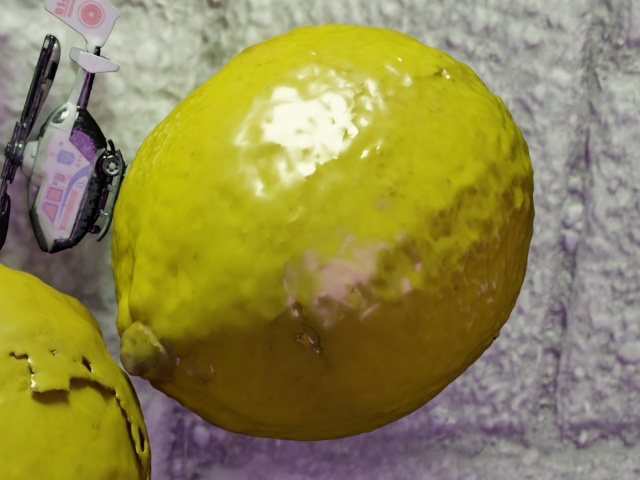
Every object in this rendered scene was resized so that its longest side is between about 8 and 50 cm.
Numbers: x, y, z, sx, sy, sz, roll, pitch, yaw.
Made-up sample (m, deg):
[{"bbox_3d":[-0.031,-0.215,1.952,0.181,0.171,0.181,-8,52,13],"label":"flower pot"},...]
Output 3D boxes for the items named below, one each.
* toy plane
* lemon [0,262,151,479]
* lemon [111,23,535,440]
[{"bbox_3d":[-0.169,-0.068,0.930,0.078,0.053,0.197,13,99,-18],"label":"toy plane"},{"bbox_3d":[-0.243,0.150,0.809,0.297,0.297,0.297,-5,103,-24],"label":"lemon"},{"bbox_3d":[0.000,0.000,0.903,0.322,0.268,0.268,-39,114,-21],"label":"lemon"}]
